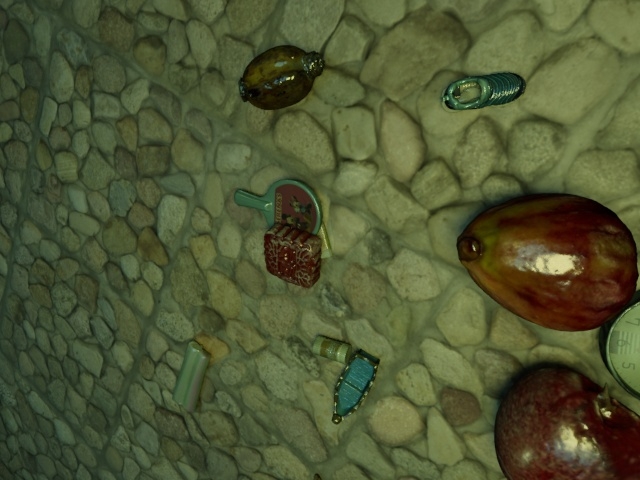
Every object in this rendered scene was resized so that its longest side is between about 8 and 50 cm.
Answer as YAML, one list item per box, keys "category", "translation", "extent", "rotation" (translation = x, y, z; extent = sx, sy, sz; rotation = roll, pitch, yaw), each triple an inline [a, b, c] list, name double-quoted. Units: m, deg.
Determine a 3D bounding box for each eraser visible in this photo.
- category: "eraser"
  translation: [0.000, 0.000, 0.946]
  extent: [0.038, 0.019, 0.083]
  rotation: [-14, 94, 29]

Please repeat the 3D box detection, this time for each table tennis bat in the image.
- category: "table tennis bat"
  translation: [-0.103, -0.077, 0.962]
  extent: [0.245, 0.040, 0.152]
  rotation: [17, 114, 25]

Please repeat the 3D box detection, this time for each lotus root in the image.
- category: "lotus root"
  translation: [-0.083, -0.347, 0.867]
  extent: [0.210, 0.120, 0.120]
  rotation: [-10, 96, 26]

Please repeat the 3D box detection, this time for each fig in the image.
- category: "fig"
  translation: [0.369, 0.027, 0.675]
  extent: [0.263, 0.224, 0.223]
  rotation: [27, 111, 22]

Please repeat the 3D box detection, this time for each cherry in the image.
- category: "cherry"
  translation: [0.428, 0.358, 0.717]
  extent: [0.230, 0.203, 0.300]
  rotation: [34, 126, 14]

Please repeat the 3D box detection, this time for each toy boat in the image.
- category: "toy boat"
  translation: [0.074, 0.343, 0.947]
  extent: [0.075, 0.077, 0.185]
  rotation: [30, 111, 16]

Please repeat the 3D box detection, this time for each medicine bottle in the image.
- category: "medicine bottle"
  translation: [0.028, 0.260, 0.970]
  extent: [0.084, 0.047, 0.047]
  rotation: [11, 105, 24]

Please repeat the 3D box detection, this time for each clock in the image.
- category: "clock"
  translation: [0.603, 0.185, 0.681]
  extent: [0.226, 0.049, 0.225]
  rotation: [6, 103, 26]

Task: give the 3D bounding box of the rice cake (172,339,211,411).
- category: "rice cake"
  translation: [-0.377, 0.401, 1.194]
  extent: [0.080, 0.042, 0.221]
  rotation: [28, 110, 20]

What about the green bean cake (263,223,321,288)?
- category: "green bean cake"
  translation: [-0.066, 0.039, 0.943]
  extent: [0.136, 0.056, 0.135]
  rotation: [18, 127, 20]

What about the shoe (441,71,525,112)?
- category: "shoe"
  translation: [0.288, -0.268, 0.728]
  extent: [0.143, 0.071, 0.063]
  rotation: [-3, 100, 21]

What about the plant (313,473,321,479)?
- category: "plant"
  translation: [-0.052, 0.788, 0.969]
  extent: [0.180, 0.334, 0.250]
  rotation: [10, 117, 39]
